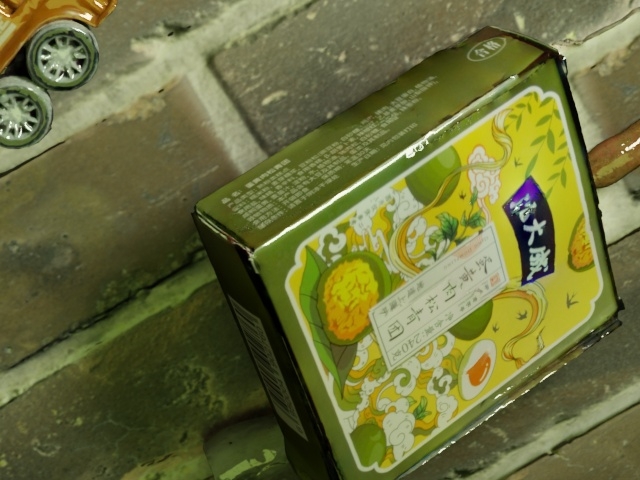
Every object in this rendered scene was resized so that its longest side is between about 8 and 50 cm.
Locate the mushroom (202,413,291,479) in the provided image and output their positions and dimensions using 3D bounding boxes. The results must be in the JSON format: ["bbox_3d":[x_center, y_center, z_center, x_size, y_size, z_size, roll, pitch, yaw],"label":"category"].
[{"bbox_3d":[-0.028,0.248,1.996,0.223,0.081,0.092,-12,106,-11],"label":"mushroom"}]

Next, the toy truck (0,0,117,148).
[{"bbox_3d":[-0.381,-0.151,1.585,0.207,0.173,0.387,37,103,-25],"label":"toy truck"}]

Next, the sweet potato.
[{"bbox_3d":[0.380,-0.122,1.889,0.214,0.050,0.050,-33,125,9],"label":"sweet potato"}]

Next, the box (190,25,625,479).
[{"bbox_3d":[0.107,0.030,1.781,0.420,0.138,0.373,-33,126,-19],"label":"box"}]
